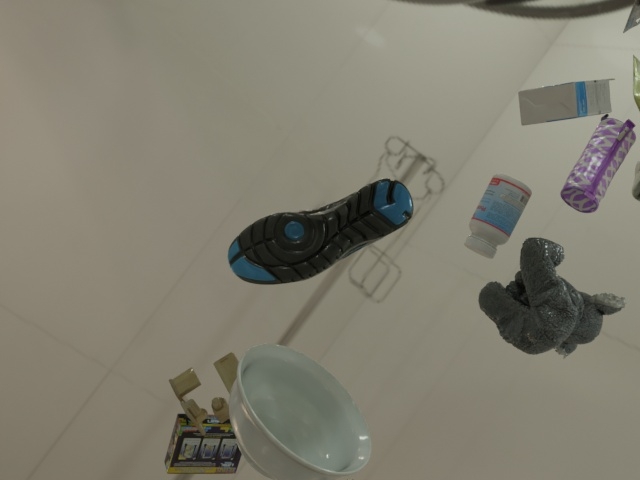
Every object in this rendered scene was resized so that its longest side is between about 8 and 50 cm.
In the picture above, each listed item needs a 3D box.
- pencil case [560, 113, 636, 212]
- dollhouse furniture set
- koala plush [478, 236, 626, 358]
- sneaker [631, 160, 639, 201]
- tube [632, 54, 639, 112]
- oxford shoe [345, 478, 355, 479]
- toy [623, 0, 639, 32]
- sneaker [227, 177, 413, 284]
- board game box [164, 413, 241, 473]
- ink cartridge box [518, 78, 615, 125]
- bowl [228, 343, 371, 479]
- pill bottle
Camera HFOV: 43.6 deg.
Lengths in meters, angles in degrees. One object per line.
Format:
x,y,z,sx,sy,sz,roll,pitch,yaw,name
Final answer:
0.563,-0.152,1.607,0.086,0.206,0.088,37,-17,-12,pencil case
-0.218,0.344,1.741,0.144,0.151,0.123,50,-12,46,dollhouse furniture set
0.458,0.140,1.530,0.221,0.196,0.203,21,32,-31,koala plush
0.823,-0.165,1.784,0.110,0.118,0.292,49,-37,-5,sneaker
0.633,-0.244,1.506,0.240,0.062,0.070,36,12,-40,tube
0.094,0.447,1.032,0.140,0.147,0.397,41,-7,-37,oxford shoe
0.695,-0.535,1.602,0.056,0.137,0.237,31,-46,29,toy
0.000,0.000,1.418,0.139,0.340,0.125,131,-60,-75,sneaker
-0.263,0.473,1.858,0.170,0.141,0.048,9,24,-25,board game box
0.429,-0.238,1.371,0.104,0.060,0.180,-3,8,42,ink cartridge box
-0.061,0.343,1.466,0.297,0.134,0.298,33,22,-16,bowl
0.357,-0.048,1.627,0.087,0.160,0.087,28,-4,2,pill bottle
